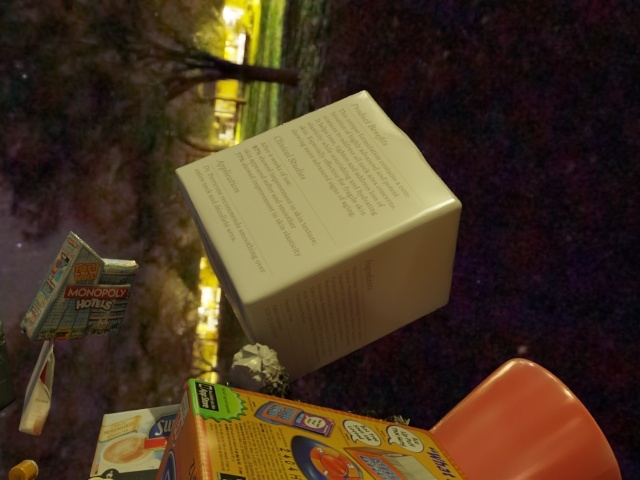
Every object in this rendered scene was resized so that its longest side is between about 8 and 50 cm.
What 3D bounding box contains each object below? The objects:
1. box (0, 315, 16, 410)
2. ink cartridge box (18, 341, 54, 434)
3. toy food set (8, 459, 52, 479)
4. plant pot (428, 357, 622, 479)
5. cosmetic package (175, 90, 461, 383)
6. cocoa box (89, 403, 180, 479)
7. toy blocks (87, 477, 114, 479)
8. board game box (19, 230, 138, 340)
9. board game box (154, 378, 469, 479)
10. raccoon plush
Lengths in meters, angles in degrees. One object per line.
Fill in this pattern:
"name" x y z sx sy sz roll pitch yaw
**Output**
"box" -0.646 0.063 0.784 0.480 0.297 0.473 -67 -31 -83
"ink cartridge box" -0.522 0.254 1.271 0.179 0.045 0.145 -62 25 12
"toy food set" -0.545 0.522 1.252 0.104 0.111 0.233 -15 -60 -79
"plant pot" 0.282 0.360 1.048 0.275 0.243 0.275 56 164 25
"cosmetic package" 0.000 0.000 1.230 0.330 0.393 0.328 58 166 34
"cocoa box" -0.251 0.468 1.322 0.231 0.346 0.228 54 -150 -49
"toy blocks" -0.354 0.437 1.045 0.148 0.054 0.123 -17 32 51
"board game box" -0.431 0.086 1.233 0.060 0.194 0.194 32 107 41
"board game box" -0.019 0.421 0.738 0.356 0.355 0.357 -138 65 -71
"raccoon plush" 0.028 0.304 1.136 0.299 0.216 0.447 -43 -39 -45
